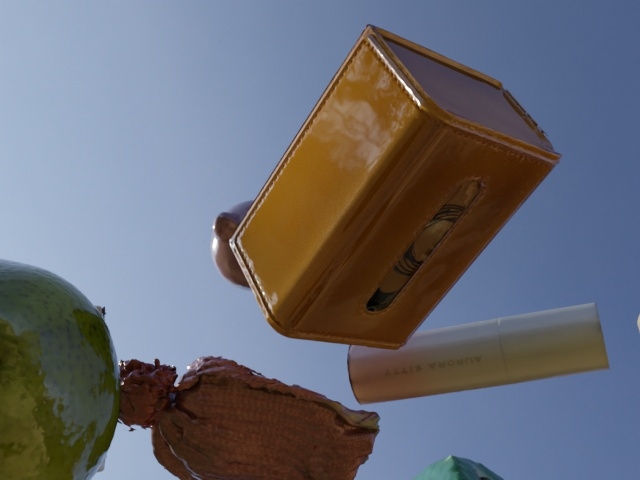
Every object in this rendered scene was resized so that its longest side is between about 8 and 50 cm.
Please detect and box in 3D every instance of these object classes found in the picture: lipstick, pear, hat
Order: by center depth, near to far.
[{"bbox_3d":[-0.201,0.080,0.452,0.180,0.166,0.216,23,-24,-6],"label":"pear"},{"bbox_3d":[-0.099,0.202,0.890,0.286,0.107,0.237,27,-58,-9],"label":"hat"},{"bbox_3d":[0.202,0.151,1.076,0.326,0.087,0.087,-12,-67,18],"label":"lipstick"}]

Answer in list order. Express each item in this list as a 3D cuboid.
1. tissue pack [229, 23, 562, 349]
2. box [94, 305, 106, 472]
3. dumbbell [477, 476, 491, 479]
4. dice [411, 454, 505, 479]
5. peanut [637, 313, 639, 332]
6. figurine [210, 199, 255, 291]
[{"bbox_3d":[0.071,-0.036,0.813,0.194,0.145,0.274,10,-53,-39],"label":"tissue pack"},{"bbox_3d":[-0.397,0.238,1.251,0.145,0.173,0.333,-3,-27,-18],"label":"box"},{"bbox_3d":[0.150,0.285,0.667,0.099,0.209,0.099,-1,-51,-1],"label":"dumbbell"},{"bbox_3d":[0.250,0.563,1.362,0.300,0.287,0.297,36,-80,-6],"label":"dice"},{"bbox_3d":[0.550,0.144,1.166,0.098,0.229,0.103,-47,-57,-4],"label":"peanut"},{"bbox_3d":[-0.111,0.008,1.446,0.173,0.173,0.173,7,-61,13],"label":"figurine"}]
